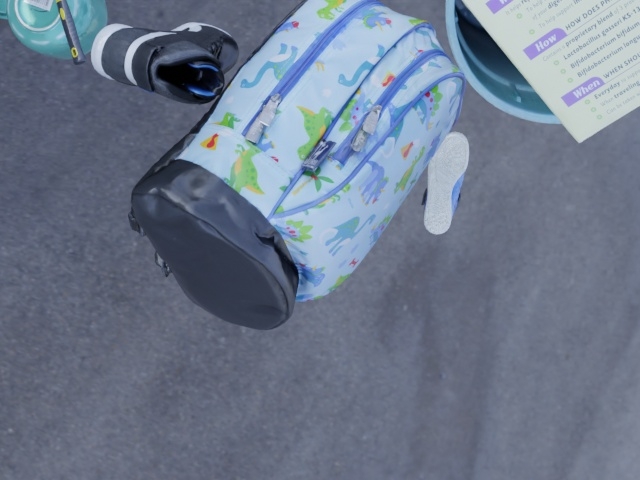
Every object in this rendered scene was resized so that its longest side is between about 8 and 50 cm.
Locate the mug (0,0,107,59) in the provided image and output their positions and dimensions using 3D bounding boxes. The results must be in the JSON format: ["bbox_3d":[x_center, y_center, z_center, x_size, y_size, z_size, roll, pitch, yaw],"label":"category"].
[{"bbox_3d":[-0.403,-0.330,1.383,0.129,0.157,0.097,64,9,2],"label":"mug"}]

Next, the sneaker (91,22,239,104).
[{"bbox_3d":[-0.135,-0.188,1.043,0.217,0.121,0.079,-17,128,-54],"label":"sneaker"}]

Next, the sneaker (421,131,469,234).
[{"bbox_3d":[0.186,-0.090,1.407,0.084,0.058,0.152,-58,156,-77],"label":"sneaker"}]

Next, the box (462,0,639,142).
[{"bbox_3d":[0.247,-0.250,0.826,0.243,0.213,0.117,45,32,-20],"label":"box"}]

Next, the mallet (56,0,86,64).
[{"bbox_3d":[-0.359,-0.326,1.275,0.039,0.062,0.190,-5,84,-67],"label":"mallet"}]

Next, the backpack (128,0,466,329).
[{"bbox_3d":[-0.007,-0.100,1.010,0.290,0.273,0.356,79,30,-62],"label":"backpack"}]

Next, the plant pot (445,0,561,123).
[{"bbox_3d":[0.325,-0.388,1.402,0.334,0.341,0.341,-98,174,-64],"label":"plant pot"}]
